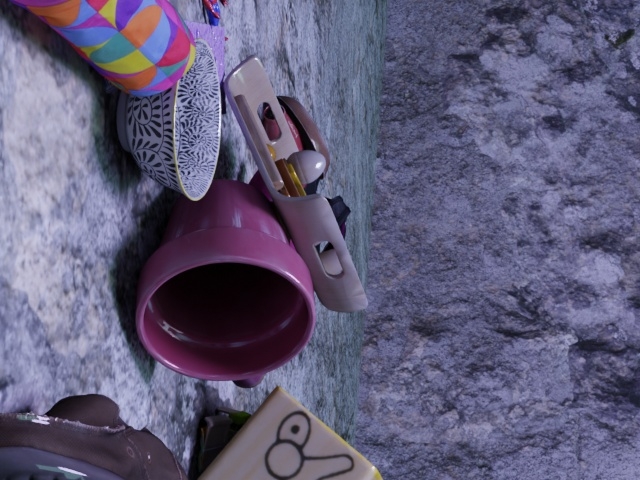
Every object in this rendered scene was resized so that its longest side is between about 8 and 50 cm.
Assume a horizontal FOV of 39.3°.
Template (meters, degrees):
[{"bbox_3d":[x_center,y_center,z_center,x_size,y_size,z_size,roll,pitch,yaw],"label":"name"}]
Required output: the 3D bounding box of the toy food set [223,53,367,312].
[{"bbox_3d":[-0.023,-0.078,1.183,0.219,0.092,0.306,67,-2,-47],"label":"toy food set"}]

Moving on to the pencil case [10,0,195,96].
[{"bbox_3d":[-0.187,-0.199,0.769,0.236,0.104,0.104,50,43,-79],"label":"pencil case"}]

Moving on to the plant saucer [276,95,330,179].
[{"bbox_3d":[-0.029,-0.186,1.579,0.168,0.029,0.168,57,-9,15],"label":"plant saucer"}]

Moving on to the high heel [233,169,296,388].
[{"bbox_3d":[-0.099,0.010,1.280,0.181,0.127,0.377,64,25,-57],"label":"high heel"}]

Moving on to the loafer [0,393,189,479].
[{"bbox_3d":[-0.213,0.195,0.739,0.130,0.134,0.366,57,-3,23],"label":"loafer"}]

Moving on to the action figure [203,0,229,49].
[{"bbox_3d":[-0.141,-0.309,1.190,0.115,0.030,0.038,79,21,-47],"label":"action figure"}]

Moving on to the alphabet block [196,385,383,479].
[{"bbox_3d":[-0.042,0.356,1.282,0.197,0.192,0.193,-48,161,-12],"label":"alphabet block"}]

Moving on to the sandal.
[{"bbox_3d":[-0.001,0.003,1.730,0.445,0.107,0.167,-87,-171,-58],"label":"sandal"}]

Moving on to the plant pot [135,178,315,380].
[{"bbox_3d":[-0.111,0.033,1.043,0.180,0.201,0.201,-98,-178,-47],"label":"plant pot"}]

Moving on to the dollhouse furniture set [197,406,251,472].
[{"bbox_3d":[-0.151,0.289,1.329,0.152,0.059,0.076,8,92,-61],"label":"dollhouse furniture set"}]

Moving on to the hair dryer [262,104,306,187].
[{"bbox_3d":[-0.068,-0.085,1.518,0.223,0.080,0.293,-58,149,-72],"label":"hair dryer"}]

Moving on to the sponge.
[{"bbox_3d":[-0.159,-0.209,1.101,0.210,0.031,0.117,-46,138,-76],"label":"sponge"}]

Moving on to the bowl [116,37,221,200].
[{"bbox_3d":[-0.164,-0.129,0.947,0.170,0.080,0.170,4,90,-81],"label":"bowl"}]
